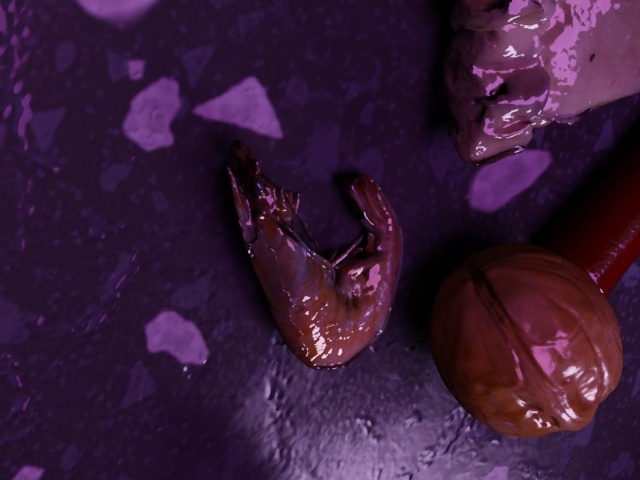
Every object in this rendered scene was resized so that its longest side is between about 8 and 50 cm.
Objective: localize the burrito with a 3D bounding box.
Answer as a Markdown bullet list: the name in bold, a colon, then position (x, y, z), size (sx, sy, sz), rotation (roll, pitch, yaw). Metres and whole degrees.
- **burrito**: position (0.242, -0.187, 1.011), size (0.348, 0.107, 0.175), rotation (-27, 141, -23)

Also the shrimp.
- **shrimp**: position (-0.002, 0.000, 0.951), size (0.143, 0.052, 0.251), rotation (-50, 140, -21)

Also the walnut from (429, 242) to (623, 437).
- **walnut**: position (0.180, 0.090, 1.063), size (0.159, 0.159, 0.206), rotation (-50, 131, -7)

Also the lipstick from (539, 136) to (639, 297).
- **lipstick**: position (0.306, -0.050, 1.139), size (0.241, 0.080, 0.080), rotation (-48, 132, -9)
